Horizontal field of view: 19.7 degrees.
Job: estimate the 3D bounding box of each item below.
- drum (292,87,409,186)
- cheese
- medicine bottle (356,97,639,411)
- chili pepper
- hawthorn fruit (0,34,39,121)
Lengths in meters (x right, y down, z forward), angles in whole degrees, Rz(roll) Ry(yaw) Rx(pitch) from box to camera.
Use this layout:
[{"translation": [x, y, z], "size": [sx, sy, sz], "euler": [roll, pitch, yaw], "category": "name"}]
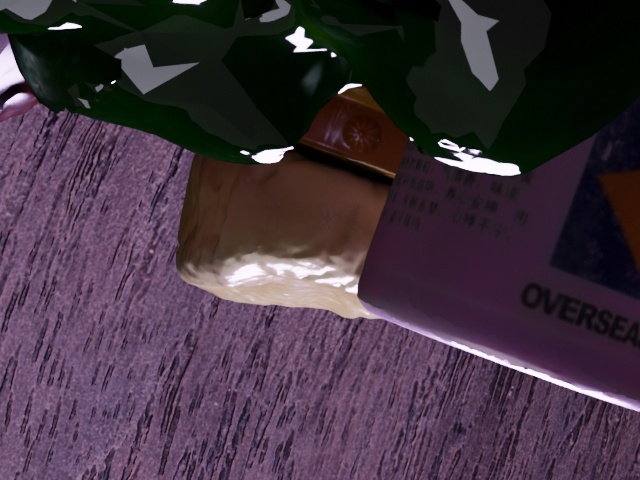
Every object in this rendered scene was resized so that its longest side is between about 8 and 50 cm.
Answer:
[{"translation": [0.087, -0.136, 1.466], "size": [0.431, 0.214, 0.431], "euler": [21, 179, 0], "category": "drum"}, {"translation": [0.000, 0.000, 1.385], "size": [0.214, 0.117, 0.226], "euler": [15, 176, -19], "category": "cheese"}, {"translation": [0.147, -0.071, 0.974], "size": [0.178, 0.291, 0.178], "euler": [21, 180, 0], "category": "medicine bottle"}, {"translation": [0.000, -0.154, 0.445], "size": [0.248, 0.257, 0.233], "euler": [22, 167, -38], "category": "chili pepper"}, {"translation": [-0.249, -0.215, 1.200], "size": [0.316, 0.316, 0.316], "euler": [21, 180, 0], "category": "hawthorn fruit"}]
